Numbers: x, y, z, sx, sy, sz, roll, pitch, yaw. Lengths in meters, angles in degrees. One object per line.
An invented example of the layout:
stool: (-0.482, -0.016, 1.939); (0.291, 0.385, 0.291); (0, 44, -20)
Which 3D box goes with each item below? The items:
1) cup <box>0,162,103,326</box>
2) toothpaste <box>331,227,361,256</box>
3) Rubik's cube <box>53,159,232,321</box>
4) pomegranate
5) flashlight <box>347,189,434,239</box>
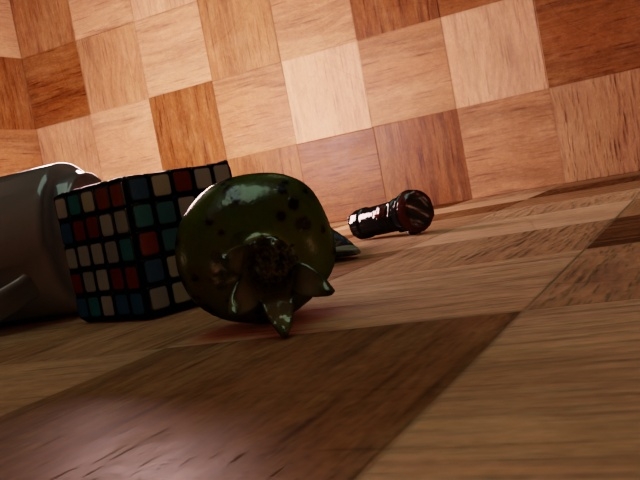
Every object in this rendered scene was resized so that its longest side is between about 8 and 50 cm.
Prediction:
cup: (-0.502, 0.039, 1.268); (0.326, 0.237, 0.323); (-10, 33, 11)
toothpaste: (0.000, 0.000, 1.522); (0.098, 0.061, 0.392); (2, 4, -6)
Rubik's cube: (-0.226, 0.003, 1.119); (0.184, 0.187, 0.182); (-11, 2, 44)
pomegranate: (-0.055, 0.024, 0.769); (0.156, 0.156, 0.220); (-11, 34, -9)
flashlight: (0.139, -0.050, 1.725); (0.093, 0.093, 0.232); (-12, 1, -32)
